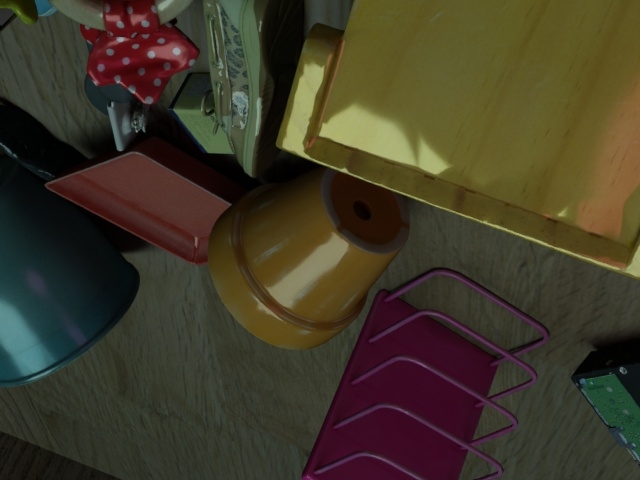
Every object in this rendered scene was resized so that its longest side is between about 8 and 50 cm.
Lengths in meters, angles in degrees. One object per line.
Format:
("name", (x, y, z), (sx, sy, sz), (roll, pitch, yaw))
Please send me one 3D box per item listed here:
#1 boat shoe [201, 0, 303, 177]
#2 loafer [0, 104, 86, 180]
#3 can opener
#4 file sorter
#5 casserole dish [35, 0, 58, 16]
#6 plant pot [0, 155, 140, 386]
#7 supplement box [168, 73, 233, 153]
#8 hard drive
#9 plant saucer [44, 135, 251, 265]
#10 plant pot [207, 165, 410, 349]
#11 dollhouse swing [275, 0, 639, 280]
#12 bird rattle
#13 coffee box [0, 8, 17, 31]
("boat shoe", (-0.074, -0.182, 1.493), (0.089, 0.104, 0.285), (27, 144, 16))
("loafer", (-0.396, -0.123, 1.921), (0.170, 0.062, 0.061), (41, 155, -28))
("can opener", (-0.242, -0.199, 1.621), (0.093, 0.074, 0.280), (22, 154, 8))
("file sorter", (0.147, 0.211, 1.818), (0.202, 0.290, 0.182), (32, 151, -14))
("casserole dish", (-0.343, -0.308, 1.549), (0.188, 0.037, 0.114), (36, 152, -21))
("plant pot", (-0.445, 0.027, 2.045), (0.272, 0.271, 0.255), (-4, 128, 45))
("supplement box", (-0.113, -0.146, 1.630), (0.083, 0.056, 0.083), (5, 148, 36))
("hard drive", (0.490, 0.211, 1.695), (0.237, 0.064, 0.339), (52, 146, -10))
("plant saucer", (-0.193, -0.054, 1.853), (0.259, 0.047, 0.258), (29, 156, -30))
("plant pot", (0.000, 0.000, 1.676), (0.205, 0.205, 0.188), (33, 137, -17))
("dollhouse swing", (0.181, -0.168, 1.269), (0.347, 0.304, 0.315), (20, -171, 6))
("bird rattle", (-0.202, -0.246, 1.363), (0.253, 0.143, 0.207), (35, 132, -30))
("coffee box", (-0.439, -0.327, 1.440), (0.297, 0.119, 0.168), (49, 147, -20))
